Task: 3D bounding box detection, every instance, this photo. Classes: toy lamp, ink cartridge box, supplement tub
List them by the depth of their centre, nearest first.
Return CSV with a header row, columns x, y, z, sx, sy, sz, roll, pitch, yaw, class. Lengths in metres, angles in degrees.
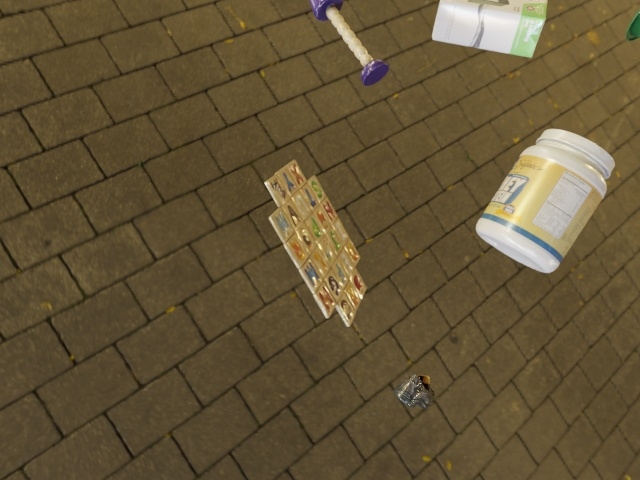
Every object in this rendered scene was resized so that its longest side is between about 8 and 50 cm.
x,y,z,sx,sy,sz,roll,pitch,yaw,class
0.365,-0.064,0.863,0.144,0.144,0.199,32,92,-14,supplement tub
0.058,-0.486,1.231,0.080,0.080,0.274,-24,76,-29,toy lamp
0.463,-0.618,1.450,0.273,0.114,0.198,15,49,10,ink cartridge box

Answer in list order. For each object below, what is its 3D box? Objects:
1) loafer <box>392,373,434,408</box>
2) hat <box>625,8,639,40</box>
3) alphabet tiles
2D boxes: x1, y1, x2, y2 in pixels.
x,y,z,sx,sy,sz,roll,pitch,yaw,class
0.214,0.316,1.125,0.062,0.170,0.061,39,96,28,loafer
1.008,-0.588,1.513,0.173,0.208,0.183,-34,65,3,hat
0.000,0.000,1.122,0.342,0.011,0.285,61,25,-12,alphabet tiles
